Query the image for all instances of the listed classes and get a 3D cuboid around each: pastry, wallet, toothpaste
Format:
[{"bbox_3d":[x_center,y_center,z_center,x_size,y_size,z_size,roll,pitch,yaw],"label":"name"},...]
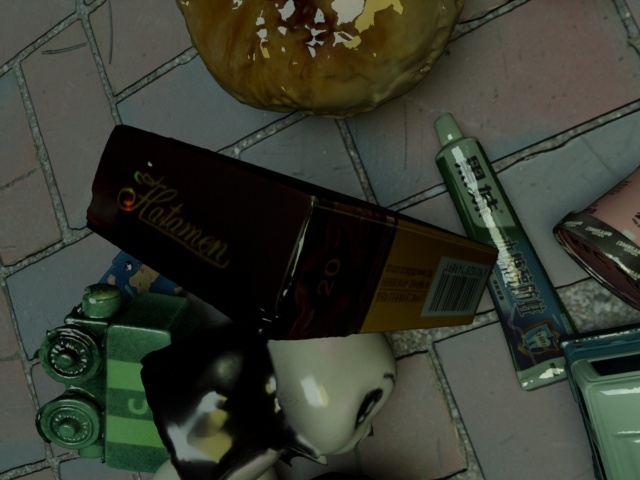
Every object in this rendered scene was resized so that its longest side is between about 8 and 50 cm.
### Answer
[{"bbox_3d":[-0.002,-0.357,0.684,0.410,0.245,0.409,6,104,24],"label":"pastry"},{"bbox_3d":[-0.307,0.064,0.908,0.141,0.059,0.202,47,106,17],"label":"wallet"},{"bbox_3d":[0.240,0.007,0.691,0.099,0.061,0.391,-24,84,15],"label":"toothpaste"}]

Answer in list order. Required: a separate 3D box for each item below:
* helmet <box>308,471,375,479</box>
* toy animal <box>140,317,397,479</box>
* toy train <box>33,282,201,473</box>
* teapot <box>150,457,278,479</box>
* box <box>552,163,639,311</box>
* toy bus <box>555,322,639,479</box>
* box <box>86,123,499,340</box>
[{"bbox_3d":[0.028,0.435,0.713,0.305,0.177,0.225,-44,81,8],"label":"helmet"},{"bbox_3d":[-0.053,0.192,0.683,0.310,0.251,0.250,-22,80,-18],"label":"toy animal"},{"bbox_3d":[-0.311,0.215,0.825,0.239,0.167,0.298,9,109,-2],"label":"toy train"},{"bbox_3d":[-0.176,0.401,0.802,0.298,0.139,0.204,-40,121,7],"label":"teapot"},{"bbox_3d":[0.379,-0.008,0.597,0.135,0.151,0.151,-44,75,6],"label":"box"},{"bbox_3d":[0.373,0.246,0.575,0.133,0.165,0.271,-16,93,20],"label":"toy bus"},{"bbox_3d":[0.000,-0.001,0.572,0.265,0.416,0.115,25,99,34],"label":"box"}]
